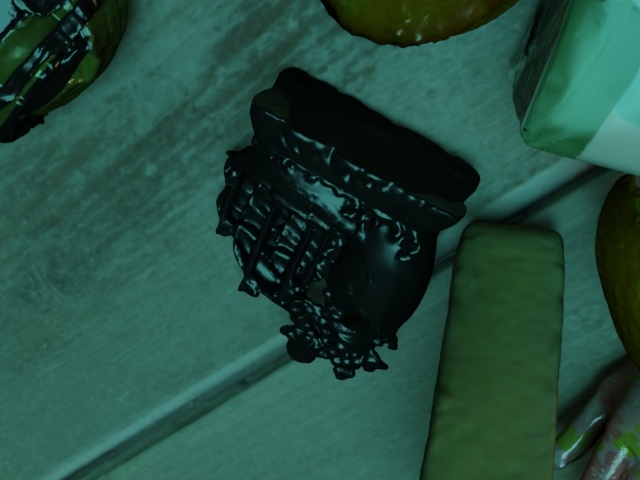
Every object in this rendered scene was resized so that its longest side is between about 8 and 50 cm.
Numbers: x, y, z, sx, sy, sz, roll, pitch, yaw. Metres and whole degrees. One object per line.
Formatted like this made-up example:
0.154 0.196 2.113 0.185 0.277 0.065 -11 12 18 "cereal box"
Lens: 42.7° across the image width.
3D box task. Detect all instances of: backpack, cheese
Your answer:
-0.304 -0.196 0.741 0.253 0.140 0.207 -21 110 22 "backpack"
0.158 0.212 0.785 0.104 0.384 0.384 6 114 13 "cheese"

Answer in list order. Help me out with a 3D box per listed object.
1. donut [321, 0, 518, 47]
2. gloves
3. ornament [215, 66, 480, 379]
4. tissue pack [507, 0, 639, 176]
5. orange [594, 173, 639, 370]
0.078 -0.274 0.622 0.253 0.118 0.254 8 106 32 "donut"
0.319 0.208 0.799 0.145 0.126 0.241 33 87 1 "gloves"
0.000 0.000 0.806 0.251 0.106 0.260 32 123 3 "ornament"
0.347 -0.167 0.617 0.356 0.194 0.266 16 113 2 "tissue pack"
0.377 0.060 0.656 0.334 0.262 0.196 7 119 -6 "orange"
